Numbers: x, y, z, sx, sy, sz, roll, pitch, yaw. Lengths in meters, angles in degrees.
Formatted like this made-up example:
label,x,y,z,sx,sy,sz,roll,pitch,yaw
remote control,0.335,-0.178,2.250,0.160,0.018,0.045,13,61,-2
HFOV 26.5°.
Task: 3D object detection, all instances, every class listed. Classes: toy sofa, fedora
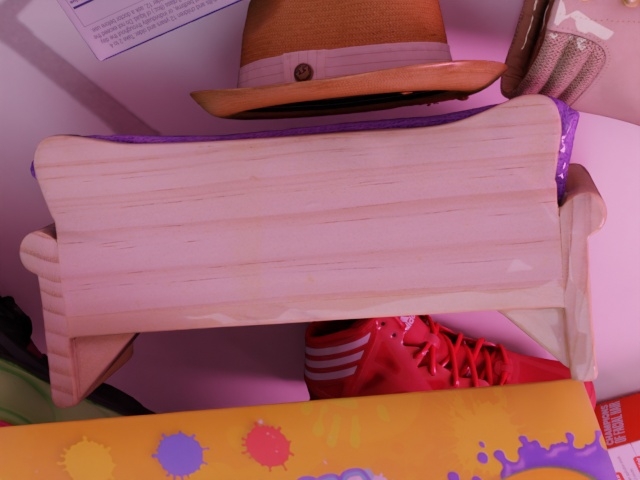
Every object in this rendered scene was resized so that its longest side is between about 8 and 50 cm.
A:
label,x,y,z,sx,sy,sz,roll,pitch,yaw
toy sofa,0.000,0.000,0.892,0.363,0.150,0.177,-5,98,9
fedora,0.014,-0.119,0.821,0.194,0.194,0.079,-5,91,8

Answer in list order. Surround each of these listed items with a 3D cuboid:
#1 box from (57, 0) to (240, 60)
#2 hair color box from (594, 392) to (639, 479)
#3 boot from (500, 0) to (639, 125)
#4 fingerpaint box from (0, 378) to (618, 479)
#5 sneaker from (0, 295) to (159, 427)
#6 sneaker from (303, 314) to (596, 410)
label,x,y,z,sx,sy,sz,roll,pitch,yaw
box,-0.107,-0.196,0.792,0.126,0.072,0.137,-20,125,19
hair color box,0.283,0.161,1.071,0.167,0.053,0.093,-19,127,17
boot,0.235,-0.156,0.785,0.204,0.095,0.262,16,137,-8
fingerpaint box,-0.071,0.250,0.914,0.445,0.163,0.371,-2,150,-24
sneaker,-0.239,0.107,0.996,0.185,0.202,0.483,-32,138,12
sneaker,0.092,0.091,1.007,0.221,0.087,0.128,-5,130,7
